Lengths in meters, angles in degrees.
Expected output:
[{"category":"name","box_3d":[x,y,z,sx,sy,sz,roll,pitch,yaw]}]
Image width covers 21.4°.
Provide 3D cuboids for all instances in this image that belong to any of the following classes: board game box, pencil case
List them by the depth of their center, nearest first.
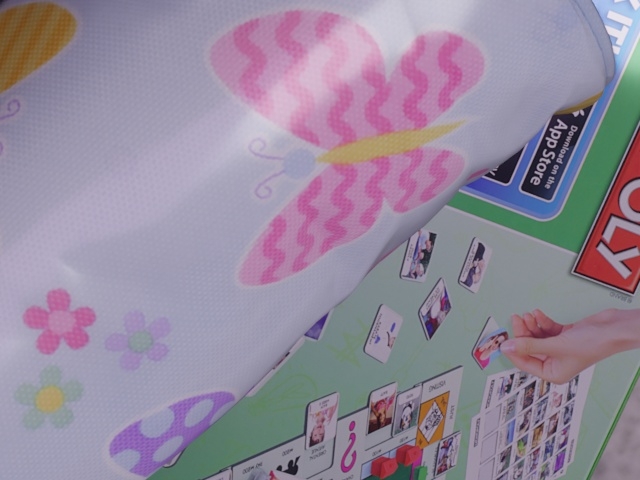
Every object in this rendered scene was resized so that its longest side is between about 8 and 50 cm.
[{"category":"pencil case","box_3d":[-0.056,0.004,0.422,0.273,0.113,0.124,-43,133,2]},{"category":"board game box","box_3d":[0.000,0.000,0.524,0.213,0.046,0.317,20,105,-9]}]
